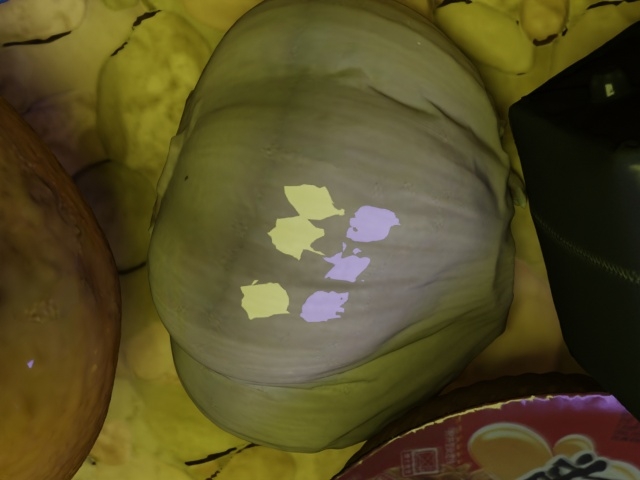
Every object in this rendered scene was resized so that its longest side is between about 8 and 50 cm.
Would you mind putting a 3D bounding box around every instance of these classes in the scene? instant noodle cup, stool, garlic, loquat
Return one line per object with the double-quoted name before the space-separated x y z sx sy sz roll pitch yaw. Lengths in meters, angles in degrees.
"instant noodle cup" 0.104 0.146 0.861 0.274 0.091 0.274 -2 128 -2
"stool" 0.199 -0.023 0.722 0.232 0.232 0.141 -11 111 17
"garlic" 0.000 0.000 0.821 0.178 0.143 0.229 10 105 11
"loquat" -0.225 0.036 0.811 0.274 0.275 0.275 5 113 11

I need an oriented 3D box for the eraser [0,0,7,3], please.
"eraser" -0.168 -0.145 0.859 0.084 0.027 0.063 -19 108 18
